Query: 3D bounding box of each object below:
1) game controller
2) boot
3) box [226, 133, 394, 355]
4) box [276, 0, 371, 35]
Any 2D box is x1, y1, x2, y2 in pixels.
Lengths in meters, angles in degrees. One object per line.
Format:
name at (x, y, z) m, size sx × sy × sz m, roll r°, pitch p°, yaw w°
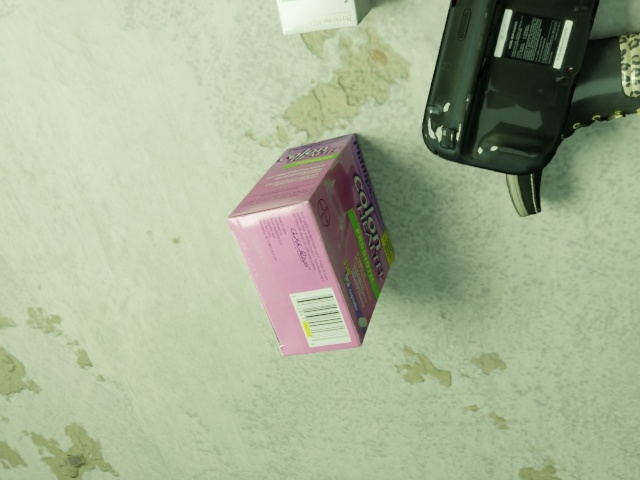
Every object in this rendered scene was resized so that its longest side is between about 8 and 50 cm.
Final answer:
game controller at (0.229, -0.240, 0.836) m, size 0.166 × 0.067 × 0.319 m, roll 12°, pitch 102°, yaw 1°
boot at (0.323, -0.144, 0.893) m, size 0.179 × 0.085 × 0.236 m, roll -2°, pitch 110°, yaw 20°
box at (0.000, 0.000, 0.983) m, size 0.117 × 0.243 × 0.213 m, roll -11°, pitch 114°, yaw 22°
box at (0.003, -0.317, 0.890) m, size 0.101 × 0.102 × 0.087 m, roll -3°, pitch 119°, yaw 17°
